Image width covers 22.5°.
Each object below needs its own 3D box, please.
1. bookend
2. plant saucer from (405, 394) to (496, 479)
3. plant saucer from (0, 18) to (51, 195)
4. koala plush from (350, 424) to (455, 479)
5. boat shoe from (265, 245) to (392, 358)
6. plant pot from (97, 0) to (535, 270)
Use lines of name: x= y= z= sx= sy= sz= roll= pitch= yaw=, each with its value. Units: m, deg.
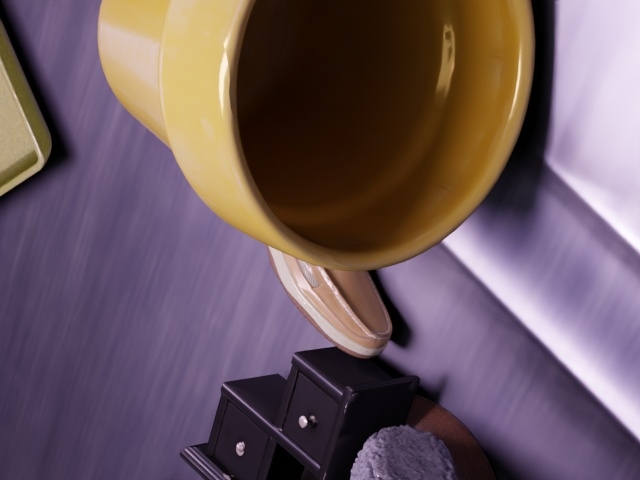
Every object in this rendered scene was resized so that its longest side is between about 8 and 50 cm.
bookend: x=-0.019 y=0.139 z=1.239 sx=0.156 sy=0.072 sz=0.157 roll=37 pitch=119 yaw=39
plant saucer: x=0.064 y=0.201 z=1.249 sx=0.168 sy=0.029 sz=0.168 roll=15 pitch=113 yaw=37
plant saucer: x=-0.322 y=-0.124 z=1.460 sx=0.188 sy=0.045 sz=0.188 roll=-27 pitch=86 yaw=42
koala plush: x=0.072 y=0.284 z=1.124 sx=0.196 sy=0.203 sz=0.221 roll=22 pitch=117 yaw=12
boat shoe: x=0.000 y=0.000 z=1.218 sx=0.072 sy=0.068 sz=0.190 roll=-46 pitch=73 yaw=27
plant pot: x=-0.024 y=-0.130 z=1.093 sx=0.239 sy=0.254 sz=0.254 roll=23 pitch=119 yaw=52
